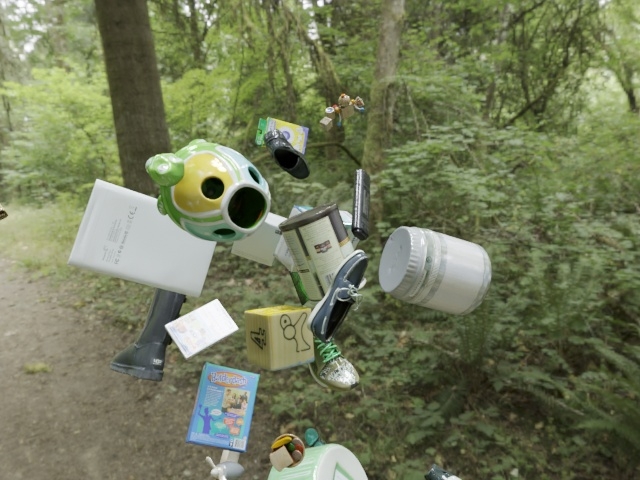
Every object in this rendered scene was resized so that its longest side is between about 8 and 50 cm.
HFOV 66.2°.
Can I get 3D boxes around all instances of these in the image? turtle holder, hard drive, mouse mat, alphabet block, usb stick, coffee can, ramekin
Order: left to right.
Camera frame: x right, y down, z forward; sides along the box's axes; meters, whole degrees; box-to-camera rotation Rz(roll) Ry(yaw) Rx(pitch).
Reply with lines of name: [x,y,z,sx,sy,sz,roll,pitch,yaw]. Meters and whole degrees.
hard drive: [-0.472,0.002,1.356,0.352,0.233,0.047,19,-7,-28]
turtle holder: [-0.257,-0.131,1.192,0.227,0.320,0.243,25,60,41]
alphabet block: [-0.151,0.350,1.798,0.192,0.197,0.193,-2,-2,-38]
mouse mat: [-0.076,0.151,1.984,0.007,0.190,0.152,-13,14,25]
coffee can: [0.007,0.040,1.577,0.201,0.276,0.201,-21,10,4]
ramekin: [0.011,0.686,1.280,0.148,0.304,0.303,-28,-2,26]
usb stick: [0.141,-0.128,1.693,0.045,0.278,0.077,-19,-41,32]

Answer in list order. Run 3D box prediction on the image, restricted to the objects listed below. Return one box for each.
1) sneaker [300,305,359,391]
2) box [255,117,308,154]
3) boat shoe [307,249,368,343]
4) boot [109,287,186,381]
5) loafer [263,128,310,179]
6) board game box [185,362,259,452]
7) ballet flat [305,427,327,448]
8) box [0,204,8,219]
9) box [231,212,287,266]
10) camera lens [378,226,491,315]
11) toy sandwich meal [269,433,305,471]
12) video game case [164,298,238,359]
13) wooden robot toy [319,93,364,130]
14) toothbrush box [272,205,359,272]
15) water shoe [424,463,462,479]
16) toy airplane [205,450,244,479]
sneaker: [0.003,0.421,1.954,0.158,0.182,0.410,-27,51,-28]
box: [-0.140,-0.377,1.779,0.179,0.105,0.043,11,-7,-16]
boat shoe: [0.057,0.146,1.266,0.079,0.255,0.095,35,1,44]
boot: [-0.666,0.311,1.954,0.146,0.446,0.366,24,-21,-40]
loafer: [-0.090,-0.226,1.385,0.076,0.078,0.223,-26,-30,12]
board game box: [-0.267,0.461,1.358,0.160,0.210,0.047,18,-32,-16]
ballet flat: [-0.007,0.832,1.992,0.070,0.070,0.188,-8,13,-20]
box: [-0.653,-0.065,0.823,0.164,0.021,0.201,-35,63,-29]
box: [-0.248,-0.020,1.999,0.180,0.182,0.119,19,22,-3]
camera lens: [0.335,0.089,1.431,0.274,0.220,0.219,15,4,-16]
toy sandwich meal: [-0.077,0.482,1.115,0.085,0.086,0.029,-4,-1,5]
video game case: [-0.243,0.180,1.009,0.122,0.011,0.087,-26,62,-32]
wooden robot toy: [0.062,-0.415,1.509,0.173,0.079,0.076,-34,54,-14]
toothbrush box: [0.000,0.000,1.850,0.295,0.217,0.126,3,29,-47]
water shoe: [0.284,0.545,1.071,0.073,0.203,0.080,-41,43,-17]
toy airplane: [-0.353,0.906,1.573,0.384,0.386,0.272,-27,12,-39]
